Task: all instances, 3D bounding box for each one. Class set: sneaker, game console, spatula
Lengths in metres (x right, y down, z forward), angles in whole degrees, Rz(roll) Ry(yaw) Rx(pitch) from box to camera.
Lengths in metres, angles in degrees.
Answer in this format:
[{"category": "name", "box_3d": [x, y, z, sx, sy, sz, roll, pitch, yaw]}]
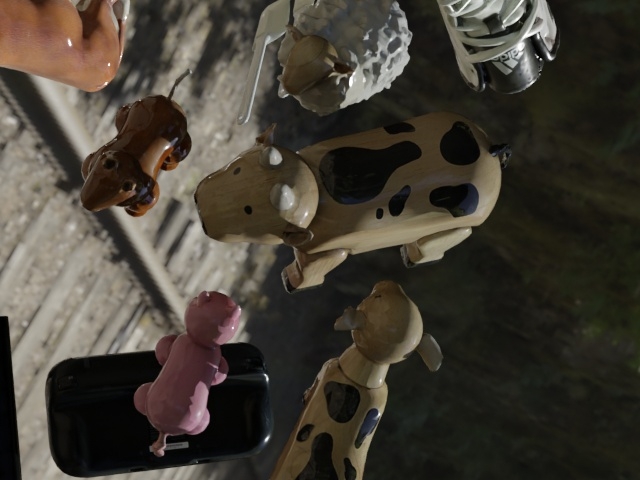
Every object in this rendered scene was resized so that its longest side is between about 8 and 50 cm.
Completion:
[{"category": "sneaker", "box_3d": [0.173, -0.248, 1.155, 0.169, 0.257, 0.447, -23, -159, 13]}, {"category": "game console", "box_3d": [-0.213, 0.167, 1.050, 0.044, 0.361, 0.213, 167, -81, -70]}, {"category": "spatula", "box_3d": [-0.029, -0.235, 1.432, 0.168, 0.019, 0.242, -24, -141, 31]}]

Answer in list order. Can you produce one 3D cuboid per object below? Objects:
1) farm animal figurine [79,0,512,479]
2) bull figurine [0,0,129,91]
[{"category": "farm animal figurine", "box_3d": [0.000, 0.000, 0.844, 0.327, 0.330, 0.172, -30, 172, -22]}, {"category": "bull figurine", "box_3d": [-0.332, -0.258, 1.334, 0.310, 0.101, 0.188, 10, 97, -55]}]
